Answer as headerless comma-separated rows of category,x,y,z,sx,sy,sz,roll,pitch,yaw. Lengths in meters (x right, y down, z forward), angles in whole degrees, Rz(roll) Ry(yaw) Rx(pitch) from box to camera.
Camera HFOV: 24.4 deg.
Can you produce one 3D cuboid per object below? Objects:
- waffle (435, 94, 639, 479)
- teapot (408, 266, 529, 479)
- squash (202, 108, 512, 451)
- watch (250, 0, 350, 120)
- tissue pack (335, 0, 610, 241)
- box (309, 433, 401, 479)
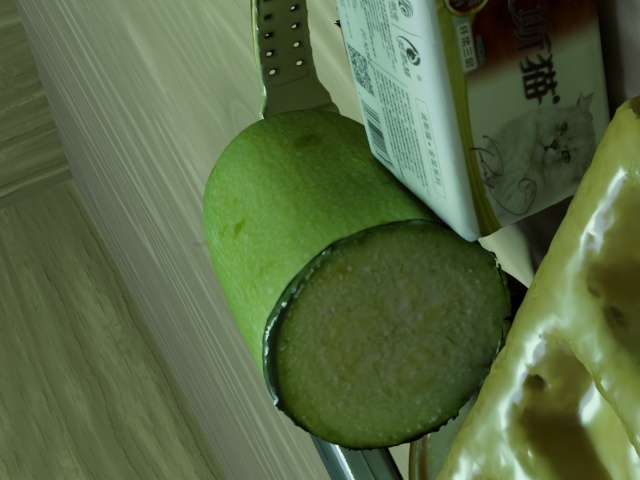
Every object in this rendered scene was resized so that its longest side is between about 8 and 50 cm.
waffle,0.132,0.149,0.553,0.348,0.077,0.304,-68,31,30
teapot,0.126,0.107,0.808,0.178,0.135,0.252,-57,32,33
squash,0.000,0.000,0.823,0.247,0.132,0.132,-126,17,-60
watch,0.010,-0.129,0.951,0.165,0.102,0.268,43,146,45
tissue pack,0.071,-0.097,0.692,0.106,0.099,0.148,48,158,50
box,0.011,0.177,1.553,0.243,0.055,0.103,64,167,14
